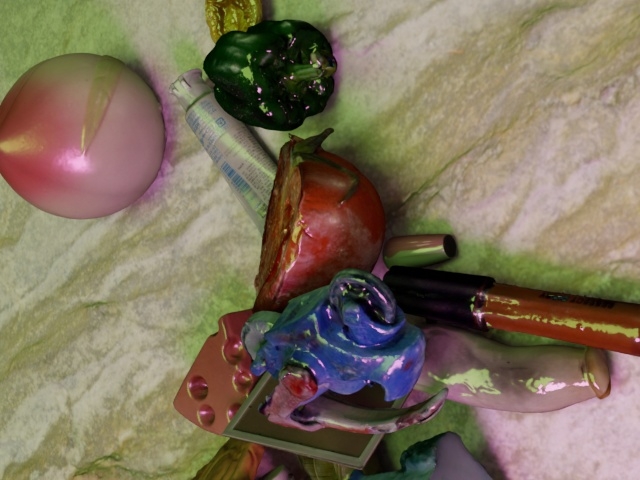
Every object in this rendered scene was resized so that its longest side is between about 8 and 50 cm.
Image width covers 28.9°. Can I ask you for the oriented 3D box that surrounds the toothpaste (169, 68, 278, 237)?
[{"bbox_3d":[-0.141,-0.148,2.033,0.114,0.073,0.299,-44,75,35],"label":"toothpaste"}]

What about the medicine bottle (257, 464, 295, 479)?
[{"bbox_3d":[-0.030,0.451,1.947,0.107,0.107,0.191,-34,94,39],"label":"medicine bottle"}]

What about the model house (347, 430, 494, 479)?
[{"bbox_3d":[0.101,0.477,1.756,0.329,0.251,0.295,-24,117,37],"label":"model house"}]

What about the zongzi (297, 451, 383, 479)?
[{"bbox_3d":[0.032,0.398,1.942,0.204,0.094,0.205,-24,87,57],"label":"zongzi"}]

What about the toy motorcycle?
[{"bbox_3d":[0.043,0.154,1.722,0.319,0.241,0.182,-27,46,49],"label":"toy motorcycle"}]

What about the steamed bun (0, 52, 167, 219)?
[{"bbox_3d":[-0.442,-0.178,2.140,0.309,0.309,0.309,7,100,41],"label":"steamed bun"}]

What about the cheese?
[{"bbox_3d":[-0.111,0.243,2.021,0.177,0.128,0.203,44,118,26],"label":"cheese"}]

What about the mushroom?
[{"bbox_3d":[0.236,0.179,1.717,0.351,0.097,0.109,6,68,35],"label":"mushroom"}]

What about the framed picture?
[{"bbox_3d":[0.007,0.242,1.873,0.274,0.217,0.017,7,137,39],"label":"framed picture"}]

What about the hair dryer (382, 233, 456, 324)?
[{"bbox_3d":[0.156,0.066,1.817,0.106,0.054,0.154,-4,103,37],"label":"hair dryer"}]

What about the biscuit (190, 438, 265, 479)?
[{"bbox_3d":[-0.183,0.428,2.014,0.269,0.051,0.376,-57,10,-7],"label":"biscuit"}]

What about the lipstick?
[{"bbox_3d":[0.272,0.094,1.670,0.418,0.077,0.077,8,101,33],"label":"lipstick"}]

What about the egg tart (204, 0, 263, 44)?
[{"bbox_3d":[-0.136,-0.368,2.002,0.130,0.052,0.130,7,102,39],"label":"egg tart"}]

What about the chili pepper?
[{"bbox_3d":[-0.059,-0.248,1.868,0.261,0.174,0.165,20,117,47],"label":"chili pepper"}]

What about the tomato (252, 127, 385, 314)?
[{"bbox_3d":[0.006,-0.002,1.847,0.309,0.170,0.309,-170,90,-83],"label":"tomato"}]
